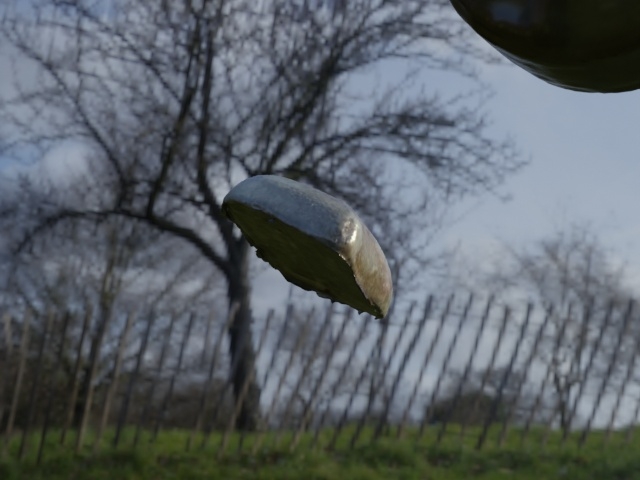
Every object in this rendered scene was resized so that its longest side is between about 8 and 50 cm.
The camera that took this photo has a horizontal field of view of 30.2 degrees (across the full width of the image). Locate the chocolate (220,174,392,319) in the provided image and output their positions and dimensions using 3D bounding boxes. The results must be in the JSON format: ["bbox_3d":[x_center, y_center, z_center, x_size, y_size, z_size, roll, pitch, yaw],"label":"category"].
[{"bbox_3d":[0.000,0.000,1.443,0.185,0.100,0.303,28,-9,21],"label":"chocolate"}]

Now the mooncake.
[{"bbox_3d":[0.239,-0.279,1.045,0.284,0.284,0.155,1,-3,30],"label":"mooncake"}]
